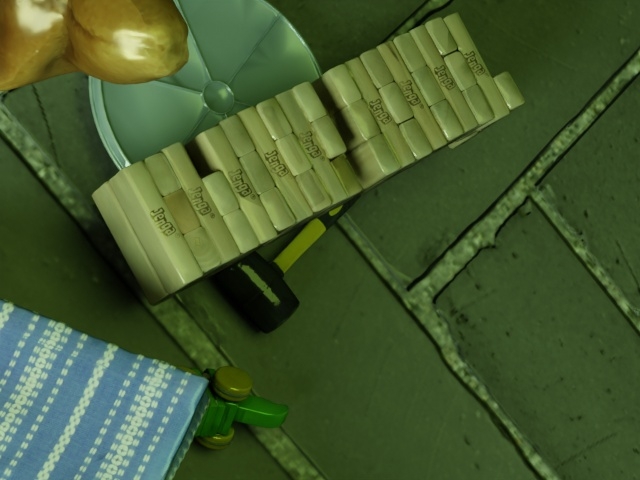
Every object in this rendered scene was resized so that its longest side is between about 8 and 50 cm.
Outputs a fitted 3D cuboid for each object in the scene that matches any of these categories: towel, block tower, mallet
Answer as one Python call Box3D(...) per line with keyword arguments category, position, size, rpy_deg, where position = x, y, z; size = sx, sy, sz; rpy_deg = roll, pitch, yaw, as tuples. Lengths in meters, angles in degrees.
Box3D(category="towel", position=(-0.263, 0.121, 1.054), size=(0.336, 0.040, 0.243), rpy_deg=(21, 62, 14))
Box3D(category="block tower", position=(-0.008, -0.064, 1.283), size=(0.335, 0.091, 0.097), rpy_deg=(-27, 88, -34))
Box3D(category="mallet", position=(0.000, 0.000, 1.347), size=(0.189, 0.039, 0.062), rpy_deg=(-38, 95, -36))

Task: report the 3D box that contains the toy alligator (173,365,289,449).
Box3D(category="toy alligator", position=(-0.113, 0.111, 1.240), size=(0.189, 0.056, 0.051), rpy_deg=(2, 33, -29))

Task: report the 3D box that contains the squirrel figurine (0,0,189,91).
Box3D(category="squirrel figurine", position=(-0.336, -0.194, 1.017), size=(0.370, 0.397, 0.281), rpy_deg=(-16, 102, -32))

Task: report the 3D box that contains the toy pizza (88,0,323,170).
Box3D(category="toy pizza", position=(-0.083, -0.103, 1.327), size=(0.201, 0.032, 0.201), rpy_deg=(9, 70, -28))
